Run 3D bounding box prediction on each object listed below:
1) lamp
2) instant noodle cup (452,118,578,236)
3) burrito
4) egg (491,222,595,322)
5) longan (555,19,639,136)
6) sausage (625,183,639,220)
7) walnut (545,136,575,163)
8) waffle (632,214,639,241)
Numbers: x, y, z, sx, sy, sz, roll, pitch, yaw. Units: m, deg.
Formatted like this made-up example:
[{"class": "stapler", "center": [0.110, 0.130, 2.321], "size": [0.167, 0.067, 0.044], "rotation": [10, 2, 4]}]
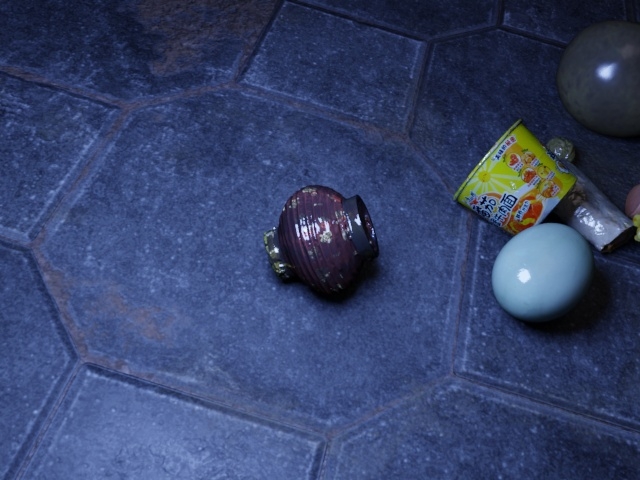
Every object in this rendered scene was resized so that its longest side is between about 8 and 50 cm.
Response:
[{"class": "lamp", "center": [0.000, 0.000, 1.536], "size": [0.247, 0.247, 0.246], "rotation": [7, 49, -8]}, {"class": "instant noodle cup", "center": [0.479, -0.135, 1.754], "size": [0.200, 0.264, 0.264], "rotation": [42, 53, 10]}, {"class": "burrito", "center": [0.664, -0.098, 1.858], "size": [0.143, 0.105, 0.299], "rotation": [-29, 64, -28]}, {"class": "egg", "center": [0.496, 0.070, 1.605], "size": [0.203, 0.202, 0.283], "rotation": [38, 45, 18]}, {"class": "longan", "center": [0.860, -0.467, 2.055], "size": [0.361, 0.360, 0.360], "rotation": [7, 49, -8]}, {"class": "sausage", "center": [0.962, -0.069, 1.892], "size": [0.305, 0.121, 0.121], "rotation": [14, 49, -3]}, {"class": "walnut", "center": [0.663, -0.244, 1.996], "size": [0.092, 0.092, 0.092], "rotation": [7, 49, -8]}, {"class": "waffle", "center": [0.884, -0.071, 1.777], "size": [0.249, 0.253, 0.056], "rotation": [5, 8, -20]}]
